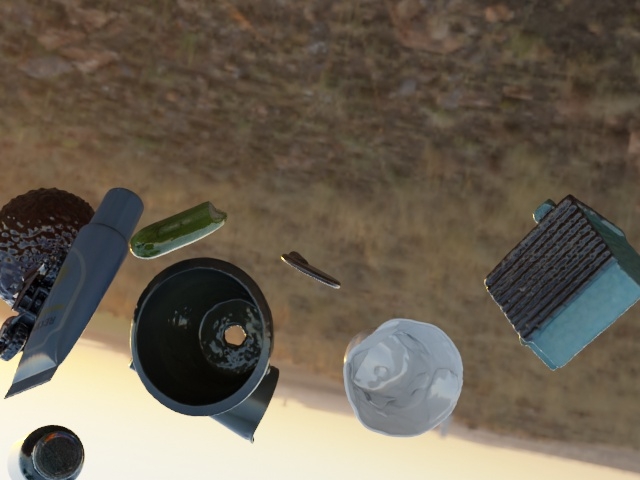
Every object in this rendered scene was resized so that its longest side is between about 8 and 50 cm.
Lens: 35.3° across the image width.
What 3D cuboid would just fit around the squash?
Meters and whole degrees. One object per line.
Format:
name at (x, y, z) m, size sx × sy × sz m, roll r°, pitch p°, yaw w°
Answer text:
squash at (-0.280, -0.022, 2.014) m, size 0.069 × 0.069 × 0.239 m, roll 3°, pitch -159°, yaw 45°

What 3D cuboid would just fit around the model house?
model house at (0.469, 0.068, 1.967) m, size 0.249 × 0.280 × 0.230 m, roll 46°, pitch -154°, yaw 9°

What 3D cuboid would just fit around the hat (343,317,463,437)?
hat at (0.111, 0.205, 1.581) m, size 0.203 × 0.203 × 0.126 m, roll 15°, pitch -179°, yaw -19°

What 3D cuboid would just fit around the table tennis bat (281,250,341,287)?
table tennis bat at (0.000, 0.000, 1.672) m, size 0.107 × 0.119 × 0.170 m, roll 28°, pitch -178°, yaw -20°

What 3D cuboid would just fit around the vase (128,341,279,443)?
vase at (-0.225, 0.268, 2.013) m, size 0.300 × 0.156 × 0.251 m, roll 27°, pitch 136°, yaw -8°

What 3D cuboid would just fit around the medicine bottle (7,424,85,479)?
medicine bottle at (-0.593, 0.476, 2.183) m, size 0.141 × 0.141 × 0.293 m, roll 15°, pitch 160°, yaw -19°

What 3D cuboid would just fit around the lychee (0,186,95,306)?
lychee at (-0.545, 0.017, 1.991) m, size 0.260 × 0.261 × 0.260 m, roll 11°, pitch 171°, yaw 2°

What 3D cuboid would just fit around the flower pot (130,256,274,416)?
flower pot at (-0.180, 0.165, 1.752) m, size 0.269 × 0.269 × 0.166 m, roll 8°, pitch 180°, yaw 20°

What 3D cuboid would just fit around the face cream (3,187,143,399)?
face cream at (-0.378, 0.075, 1.576) m, size 0.135 × 0.385 × 0.086 m, roll -23°, pitch 126°, yaw 41°

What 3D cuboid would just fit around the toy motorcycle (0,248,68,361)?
toy motorcycle at (-0.492, 0.114, 1.712) m, size 0.084 × 0.213 × 0.118 m, roll 35°, pitch 152°, yaw -22°
